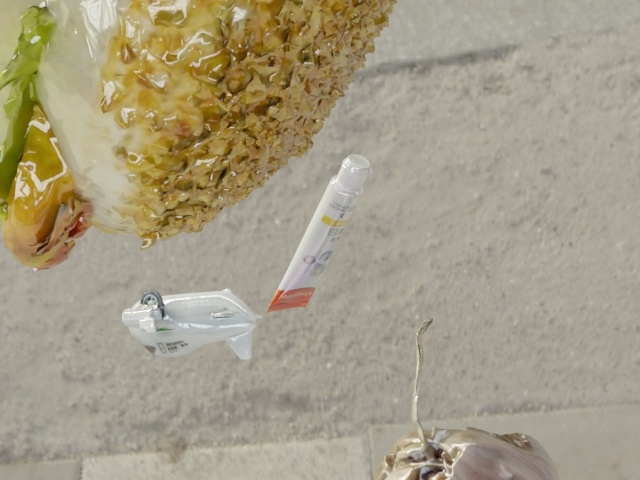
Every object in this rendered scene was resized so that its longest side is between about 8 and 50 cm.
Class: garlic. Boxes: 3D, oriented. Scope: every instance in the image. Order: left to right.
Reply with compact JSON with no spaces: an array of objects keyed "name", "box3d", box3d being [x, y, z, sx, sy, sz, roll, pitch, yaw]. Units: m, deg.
[{"name":"garlic","box3d":[0.098,0.217,0.896,0.207,0.207,0.256,-23,75,-9]}]

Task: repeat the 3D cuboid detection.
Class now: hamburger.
[{"name":"hamburger","box3d":[-0.048,-0.130,0.447,0.179,0.276,0.294,37,110,-5]}]

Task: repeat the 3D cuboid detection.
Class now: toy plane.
[{"name":"toy plane","box3d":[-0.150,0.097,1.159,0.174,0.174,0.080,0,84,5]}]

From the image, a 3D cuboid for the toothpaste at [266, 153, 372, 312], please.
[{"name":"toothpaste","box3d":[0.000,0.000,0.922,0.048,0.190,0.031,-7,47,-37]}]
